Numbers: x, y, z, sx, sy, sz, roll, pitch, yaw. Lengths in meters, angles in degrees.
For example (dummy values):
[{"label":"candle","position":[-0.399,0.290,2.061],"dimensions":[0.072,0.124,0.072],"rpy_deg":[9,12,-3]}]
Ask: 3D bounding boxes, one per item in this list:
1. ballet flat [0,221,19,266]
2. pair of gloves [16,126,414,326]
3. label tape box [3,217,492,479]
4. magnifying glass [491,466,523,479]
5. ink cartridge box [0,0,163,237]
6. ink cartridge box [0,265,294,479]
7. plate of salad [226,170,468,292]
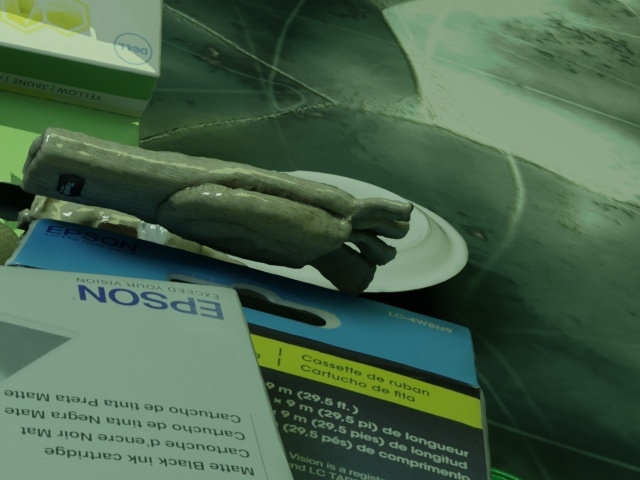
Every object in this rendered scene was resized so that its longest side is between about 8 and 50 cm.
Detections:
[{"label":"ballet flat","position":[-0.230,0.002,0.903],"dimensions":[0.057,0.052,0.168],"rpy_deg":[33,29,24]},{"label":"pair of gloves","position":[-0.067,-0.004,0.884],"dimensions":[0.204,0.042,0.240],"rpy_deg":[15,-18,-7]},{"label":"label tape box","position":[-0.055,0.133,0.711],"dimensions":[0.249,0.115,0.348],"rpy_deg":[15,25,-5]},{"label":"magnifying glass","position":[0.125,0.195,0.816],"dimensions":[0.092,0.026,0.231],"rpy_deg":[2,30,-32]},{"label":"ink cartridge box","position":[-0.191,-0.109,1.032],"dimensions":[0.171,0.056,0.235],"rpy_deg":[10,52,-18]},{"label":"ink cartridge box","position":[-0.123,0.079,0.596],"dimensions":[0.223,0.045,0.224],"rpy_deg":[6,28,-17]},{"label":"plate of salad","position":[0.000,0.000,1.069],"dimensions":[0.199,0.048,0.200],"rpy_deg":[8,21,-3]}]
